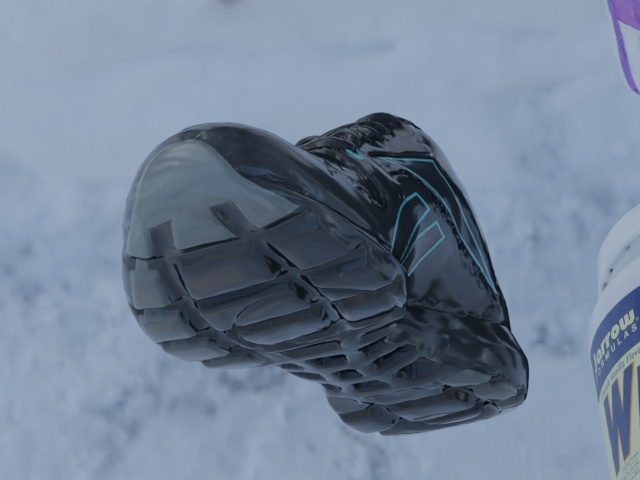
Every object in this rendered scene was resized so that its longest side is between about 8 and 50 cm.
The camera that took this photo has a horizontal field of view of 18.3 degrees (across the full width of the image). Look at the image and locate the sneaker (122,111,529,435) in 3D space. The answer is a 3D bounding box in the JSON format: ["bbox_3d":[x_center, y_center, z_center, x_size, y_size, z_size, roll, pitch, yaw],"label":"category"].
[{"bbox_3d":[0.000,0.000,0.758,0.101,0.267,0.106,-13,68,19],"label":"sneaker"}]

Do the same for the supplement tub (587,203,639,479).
[{"bbox_3d":[0.334,0.133,1.531,0.235,0.235,0.325,-7,49,3],"label":"supplement tub"}]

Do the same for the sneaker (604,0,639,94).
[{"bbox_3d":[0.207,-0.196,0.932,0.161,0.102,0.282,13,87,23],"label":"sneaker"}]
